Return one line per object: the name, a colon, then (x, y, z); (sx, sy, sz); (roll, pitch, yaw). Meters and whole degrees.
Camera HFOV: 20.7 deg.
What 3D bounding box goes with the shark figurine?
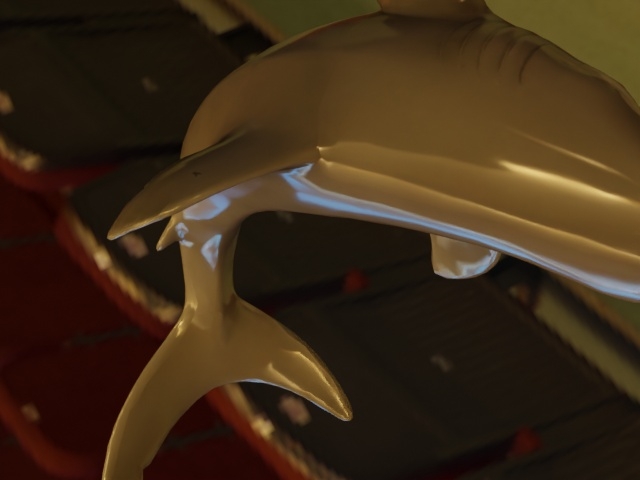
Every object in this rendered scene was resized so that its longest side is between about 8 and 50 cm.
shark figurine: (-0.021, -0.008, 0.522); (0.166, 0.116, 0.278); (59, 145, -2)
